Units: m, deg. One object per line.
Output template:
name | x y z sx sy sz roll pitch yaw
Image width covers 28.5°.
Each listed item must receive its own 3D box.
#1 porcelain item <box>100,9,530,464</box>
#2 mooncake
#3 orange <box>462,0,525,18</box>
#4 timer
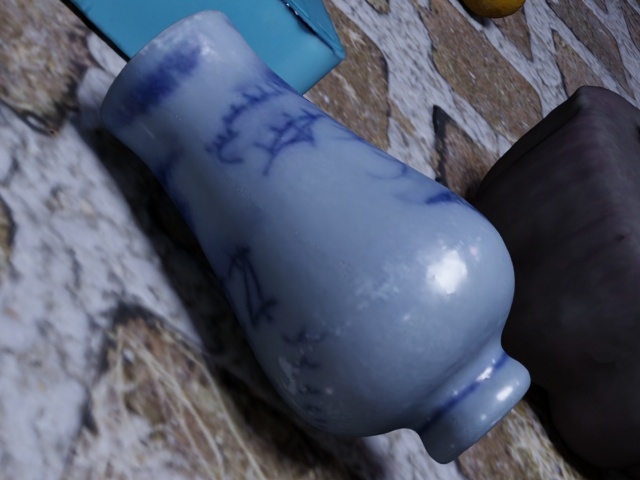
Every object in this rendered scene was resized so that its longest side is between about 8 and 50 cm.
porcelain item | 0.000 0.000 0.657 0.259 0.141 0.141 47 26 6
mooncake | 0.239 0.035 0.971 0.306 0.154 0.306 40 28 -27
orange | 0.183 -0.276 1.344 0.085 0.085 0.085 39 30 -27
timer | -0.097 -0.198 0.831 0.232 0.091 0.250 42 17 -19
